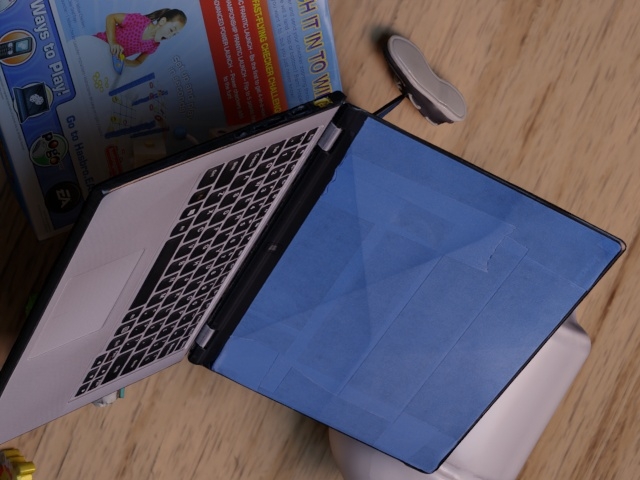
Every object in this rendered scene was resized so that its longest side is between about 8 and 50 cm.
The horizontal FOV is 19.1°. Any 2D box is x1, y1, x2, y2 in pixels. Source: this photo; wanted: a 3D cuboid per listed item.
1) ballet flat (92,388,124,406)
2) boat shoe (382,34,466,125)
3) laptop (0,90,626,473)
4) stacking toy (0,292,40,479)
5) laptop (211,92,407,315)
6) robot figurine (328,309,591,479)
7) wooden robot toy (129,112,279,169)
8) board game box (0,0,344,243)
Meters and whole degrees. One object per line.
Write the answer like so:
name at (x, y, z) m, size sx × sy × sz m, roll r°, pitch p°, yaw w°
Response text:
ballet flat at (-0.204, 0.042, 1.757) m, size 0.077 × 0.091 × 0.241 m, roll 8°, pitch 106°, yaw -9°
boat shoe at (0.095, -0.155, 1.871) m, size 0.125 × 0.038 × 0.046 m, roll 37°, pitch 47°, yaw -39°
laptop at (-0.029, 0.090, 1.603) m, size 0.408 × 0.236 × 0.382 m, roll -24°, pitch 157°, yaw -40°
stacking toy at (-0.340, 0.153, 1.745) m, size 0.167 × 0.052 × 0.221 m, roll -4°, pitch 113°, yaw -33°
laptop at (0.000, 0.000, 1.825) m, size 0.234 × 0.136 × 0.264 m, roll -34°, pitch 126°, yaw -14°
robot figurine at (0.140, 0.147, 1.945) m, size 0.353 × 0.200 × 0.300 m, roll -60°, pitch 154°, yaw 5°
wooden robot toy at (-0.078, -0.054, 1.643) m, size 0.173 × 0.076 × 0.079 m, roll -10°, pitch 124°, yaw -23°
board game box at (-0.148, -0.185, 1.613) m, size 0.302 × 0.086 × 0.308 m, roll -23°, pitch 135°, yaw -13°
